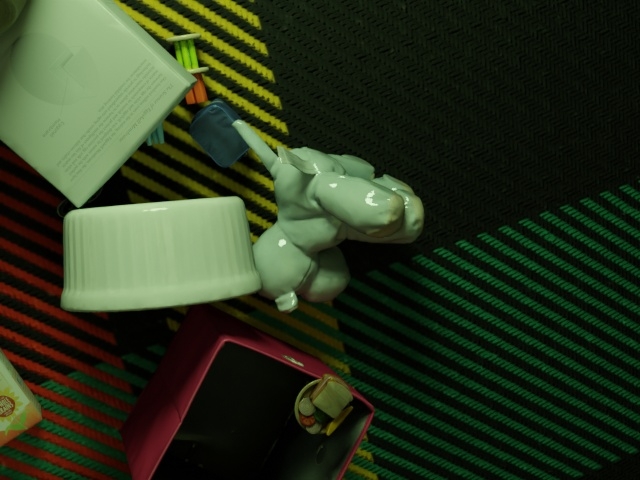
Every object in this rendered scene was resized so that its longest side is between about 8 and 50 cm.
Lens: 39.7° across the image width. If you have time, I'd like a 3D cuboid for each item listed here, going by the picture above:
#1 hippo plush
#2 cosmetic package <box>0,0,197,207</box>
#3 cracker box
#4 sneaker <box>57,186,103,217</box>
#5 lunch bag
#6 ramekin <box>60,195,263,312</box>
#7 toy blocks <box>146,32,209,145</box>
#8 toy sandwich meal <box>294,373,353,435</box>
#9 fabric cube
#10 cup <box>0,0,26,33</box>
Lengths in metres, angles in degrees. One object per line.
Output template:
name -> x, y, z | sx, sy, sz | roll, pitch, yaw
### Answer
hippo plush -> 0.000, 0.000, 1.307 | 0.294, 0.234, 0.236 | 10, 110, -46
cosmetic package -> -0.324, -0.207, 1.190 | 0.225, 0.138, 0.224 | 43, 97, -10
cracker box -> -0.528, 0.201, 1.264 | 0.156, 0.067, 0.232 | -32, 108, -11
sneaker -> -0.348, -0.062, 1.295 | 0.083, 0.035, 0.031 | -45, 110, -6
lunch bag -> -0.144, -0.160, 1.328 | 0.067, 0.065, 0.098 | -38, 107, 13
ramekin -> -0.223, 0.014, 1.229 | 0.277, 0.277, 0.135 | -6, 93, -17
toy blocks -> -0.220, -0.220, 1.300 | 0.123, 0.054, 0.148 | -12, 103, -15
toy sandwich meal -> 0.007, 0.222, 1.187 | 0.086, 0.029, 0.085 | -3, 100, -17
fabric cube -> -0.116, 0.268, 1.308 | 0.254, 0.258, 0.259 | 28, 90, -19
cup -> -0.453, -0.364, 1.022 | 0.331, 0.331, 0.237 | -9, 80, -16
